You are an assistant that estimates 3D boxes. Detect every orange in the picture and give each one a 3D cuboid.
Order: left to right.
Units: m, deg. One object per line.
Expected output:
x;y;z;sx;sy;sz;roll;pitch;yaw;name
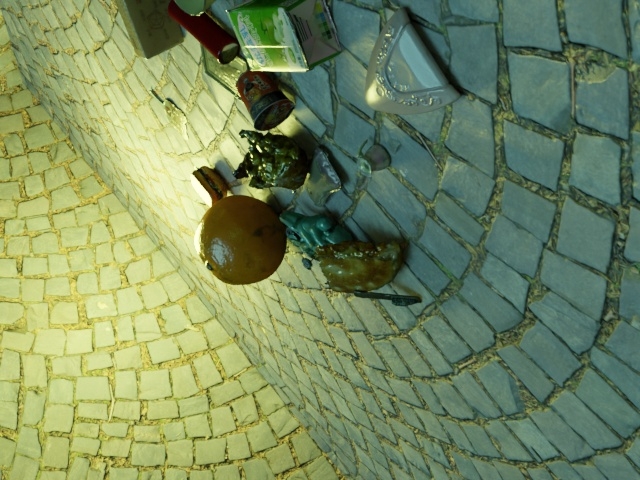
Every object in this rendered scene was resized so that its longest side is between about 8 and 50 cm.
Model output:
-0.260;-0.001;2.328;0.312;0.312;0.312;41;153;27;orange

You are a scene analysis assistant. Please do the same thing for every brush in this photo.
0.182;0.163;1.953;0.190;0.028;0.034;5;151;20;brush

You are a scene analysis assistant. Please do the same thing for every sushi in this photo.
-0.142;-0.221;1.971;0.296;0.179;0.167;30;115;57;sushi

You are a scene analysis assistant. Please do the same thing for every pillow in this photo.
-0.004;-0.171;1.952;0.131;0.038;0.232;59;158;2;pillow

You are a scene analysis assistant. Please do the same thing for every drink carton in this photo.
-0.089;-0.479;1.618;0.271;0.108;0.161;19;138;51;drink carton

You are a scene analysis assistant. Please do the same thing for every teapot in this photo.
0.118;-0.194;1.672;0.083;0.064;0.064;55;155;-2;teapot

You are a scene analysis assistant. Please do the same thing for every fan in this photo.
-0.555;-0.473;2.580;0.227;0.008;0.152;45;155;17;fan

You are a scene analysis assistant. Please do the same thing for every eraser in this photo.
-0.523;-0.713;2.053;0.078;0.144;0.343;31;146;44;eraser
0.155;-0.324;1.439;0.204;0.059;0.243;55;151;-3;eraser

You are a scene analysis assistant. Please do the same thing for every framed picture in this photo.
-0.275;-0.498;2.044;0.231;0.010;0.173;40;152;28;framed picture

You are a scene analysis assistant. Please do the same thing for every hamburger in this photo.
-0.401;-0.198;2.569;0.166;0.087;0.137;51;156;10;hamburger

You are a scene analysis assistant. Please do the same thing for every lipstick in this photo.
-0.320;-0.581;1.938;0.241;0.080;0.080;45;154;20;lipstick

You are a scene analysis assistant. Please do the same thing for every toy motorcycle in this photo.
-0.001;-0.001;2.079;0.296;0.109;0.198;22;145;35;toy motorcycle

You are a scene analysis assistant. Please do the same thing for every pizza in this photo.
0.093;0.058;1.920;0.226;0.086;0.335;27;151;-15;pizza

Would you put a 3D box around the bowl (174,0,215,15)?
-0.308;-0.677;1.750;0.211;0.112;0.211;41;154;26;bowl

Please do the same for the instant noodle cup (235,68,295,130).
-0.155;-0.379;1.869;0.136;0.127;0.127;57;157;16;instant noodle cup
